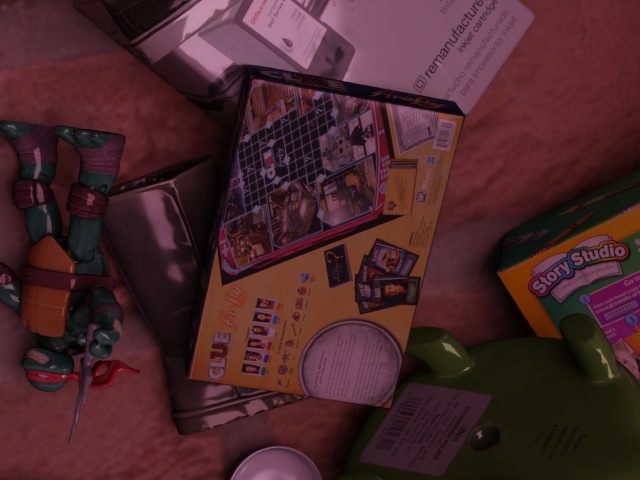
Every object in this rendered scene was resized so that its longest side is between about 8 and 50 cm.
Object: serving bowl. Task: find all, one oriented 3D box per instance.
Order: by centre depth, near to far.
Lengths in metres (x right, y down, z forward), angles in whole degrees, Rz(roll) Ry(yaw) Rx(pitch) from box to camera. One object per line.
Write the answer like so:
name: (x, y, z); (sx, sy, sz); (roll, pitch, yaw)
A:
serving bowl: (-0.041, 0.207, 1.522); (0.083, 0.027, 0.083); (-1, 94, -20)

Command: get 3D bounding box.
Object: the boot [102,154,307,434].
boot: (-0.067, 0.034, 1.485); (0.190, 0.076, 0.208); (-17, 93, -20)

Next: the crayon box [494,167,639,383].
crayon box: (0.304, 0.019, 1.527); (0.278, 0.081, 0.165); (-27, 107, 22)

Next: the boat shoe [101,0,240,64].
boat shoe: (-0.058, -0.219, 1.329); (0.219, 0.078, 0.070); (-40, 106, -9)

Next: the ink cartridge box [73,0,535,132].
ink cartridge box: (-0.014, -0.180, 1.453); (0.289, 0.121, 0.211); (37, 82, -18)

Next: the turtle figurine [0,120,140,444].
turtle figurine: (-0.210, 0.030, 1.407); (0.175, 0.118, 0.234); (6, 90, 21)

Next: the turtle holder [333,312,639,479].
turtle holder: (0.189, 0.201, 1.471); (0.320, 0.243, 0.227); (-17, 126, 18)

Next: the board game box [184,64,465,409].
board game box: (0.000, 0.000, 1.406); (0.165, 0.042, 0.243); (10, 108, -11)
